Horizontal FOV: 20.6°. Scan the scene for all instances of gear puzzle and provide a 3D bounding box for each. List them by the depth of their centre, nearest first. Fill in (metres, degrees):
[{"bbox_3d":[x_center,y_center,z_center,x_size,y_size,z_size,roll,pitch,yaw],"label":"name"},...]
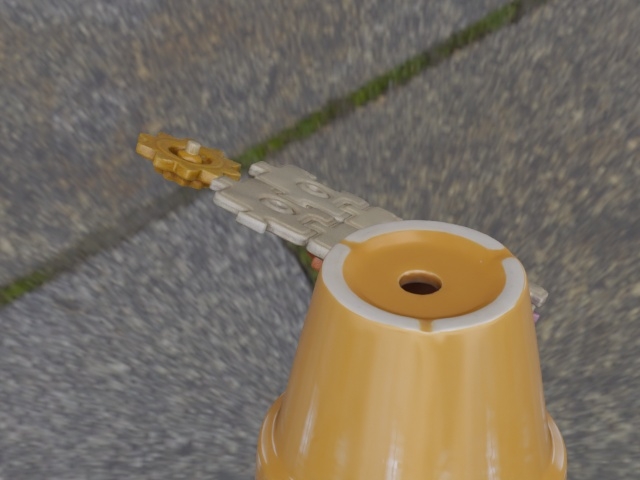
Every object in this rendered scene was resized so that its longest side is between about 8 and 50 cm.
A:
[{"bbox_3d":[0.000,0.000,1.338,0.339,0.175,0.044,27,108,13],"label":"gear puzzle"}]

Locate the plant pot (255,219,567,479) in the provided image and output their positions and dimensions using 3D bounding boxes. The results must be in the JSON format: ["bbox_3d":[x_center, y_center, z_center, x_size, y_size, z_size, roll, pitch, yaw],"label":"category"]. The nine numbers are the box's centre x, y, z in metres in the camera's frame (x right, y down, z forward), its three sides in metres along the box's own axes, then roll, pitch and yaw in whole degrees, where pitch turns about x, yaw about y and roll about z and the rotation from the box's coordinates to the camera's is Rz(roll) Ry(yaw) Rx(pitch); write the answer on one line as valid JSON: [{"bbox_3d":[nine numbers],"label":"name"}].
[{"bbox_3d":[0.061,0.098,1.128,0.205,0.205,0.188,3,121,2],"label":"plant pot"}]
